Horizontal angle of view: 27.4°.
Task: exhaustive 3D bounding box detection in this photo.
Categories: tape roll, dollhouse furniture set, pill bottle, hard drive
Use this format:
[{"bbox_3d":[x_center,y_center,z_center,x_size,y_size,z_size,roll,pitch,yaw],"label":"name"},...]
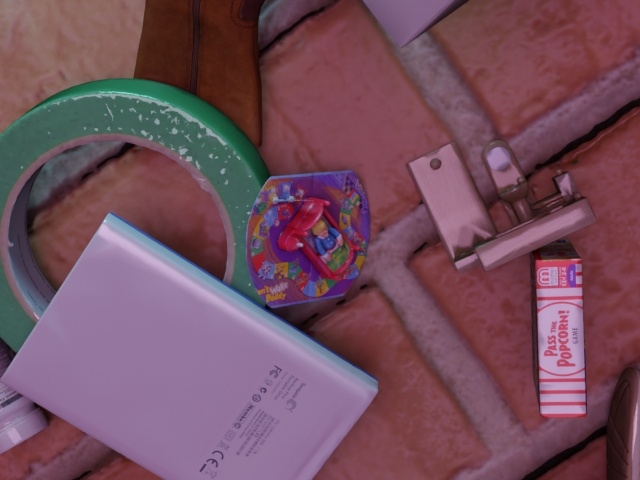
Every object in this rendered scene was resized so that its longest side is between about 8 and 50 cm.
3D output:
[{"bbox_3d":[-0.201,-0.003,1.344,0.321,0.077,0.321,1,108,4],"label":"tape roll"},{"bbox_3d":[0.173,-0.049,1.290,0.144,0.151,0.123,-25,92,6],"label":"dollhouse furniture set"},{"bbox_3d":[-0.354,0.157,1.410,0.078,0.078,0.137,-30,91,9],"label":"pill bottle"},{"bbox_3d":[-0.132,0.141,1.324,0.319,0.040,0.210,33,108,-9],"label":"hard drive"}]

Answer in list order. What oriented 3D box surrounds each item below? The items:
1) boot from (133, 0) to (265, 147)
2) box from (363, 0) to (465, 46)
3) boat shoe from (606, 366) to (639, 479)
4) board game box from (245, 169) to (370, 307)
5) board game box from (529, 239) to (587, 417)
[{"bbox_3d":[-0.063,-0.218,1.290,0.264,0.096,0.280,10,117,7],"label":"boot"},{"bbox_3d":[0.178,-0.353,1.145,0.345,0.215,0.168,-37,90,-32],"label":"box"},{"bbox_3d":[0.342,0.266,1.327,0.092,0.103,0.285,-2,99,2],"label":"boat shoe"},{"bbox_3d":[0.000,0.000,1.315,0.033,0.169,0.133,13,104,47],"label":"board game box"},{"bbox_3d":[0.229,0.080,1.273,0.045,0.193,0.146,-2,94,8],"label":"board game box"}]
